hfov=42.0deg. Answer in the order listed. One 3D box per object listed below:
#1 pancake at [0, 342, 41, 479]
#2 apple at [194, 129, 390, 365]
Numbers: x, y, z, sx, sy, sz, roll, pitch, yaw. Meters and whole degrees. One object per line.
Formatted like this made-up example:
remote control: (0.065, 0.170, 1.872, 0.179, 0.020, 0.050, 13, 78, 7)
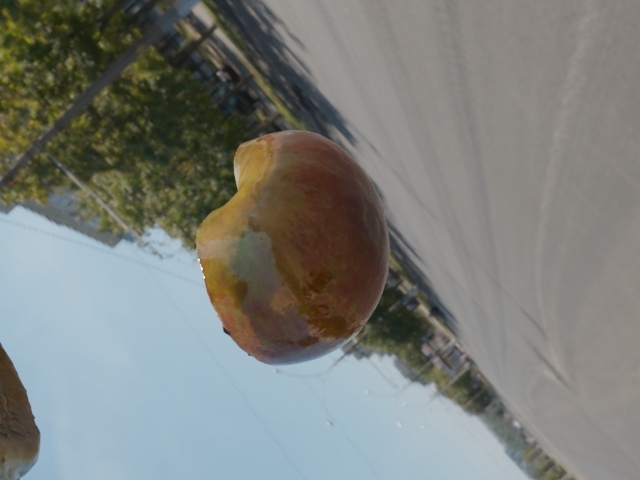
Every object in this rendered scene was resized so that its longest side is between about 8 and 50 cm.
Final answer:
pancake: (-0.405, 0.092, 0.794, 0.356, 0.065, 0.356, 42, 175, 4)
apple: (0.000, 0.000, 0.990, 0.251, 0.163, 0.293, 55, -144, -32)
